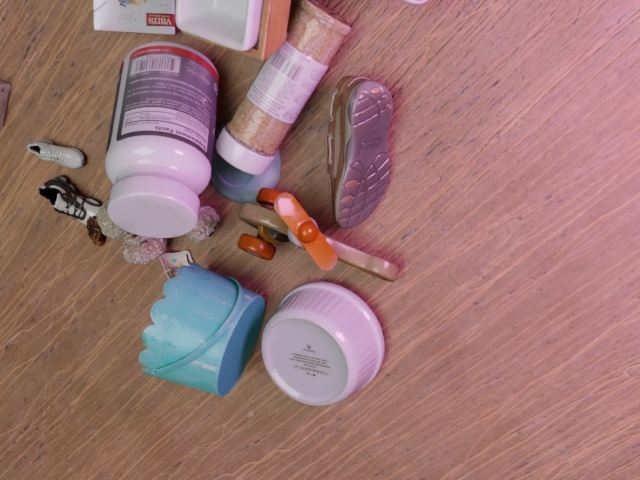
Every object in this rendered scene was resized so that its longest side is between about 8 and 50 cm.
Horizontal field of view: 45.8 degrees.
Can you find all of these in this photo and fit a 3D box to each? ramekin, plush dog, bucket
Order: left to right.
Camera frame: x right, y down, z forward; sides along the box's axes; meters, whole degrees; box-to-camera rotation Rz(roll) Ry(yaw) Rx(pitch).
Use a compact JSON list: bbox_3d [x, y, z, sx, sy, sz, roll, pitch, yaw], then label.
[{"bbox_3d":[-0.390,-0.062,1.677,0.263,0.225,0.210,-19,91,23],"label":"plush dog"},{"bbox_3d":[-0.255,0.203,1.691,0.183,0.281,0.281,19,112,12],"label":"bucket"},{"bbox_3d":[-0.006,0.235,1.649,0.273,0.127,0.272,10,114,25],"label":"ramekin"}]

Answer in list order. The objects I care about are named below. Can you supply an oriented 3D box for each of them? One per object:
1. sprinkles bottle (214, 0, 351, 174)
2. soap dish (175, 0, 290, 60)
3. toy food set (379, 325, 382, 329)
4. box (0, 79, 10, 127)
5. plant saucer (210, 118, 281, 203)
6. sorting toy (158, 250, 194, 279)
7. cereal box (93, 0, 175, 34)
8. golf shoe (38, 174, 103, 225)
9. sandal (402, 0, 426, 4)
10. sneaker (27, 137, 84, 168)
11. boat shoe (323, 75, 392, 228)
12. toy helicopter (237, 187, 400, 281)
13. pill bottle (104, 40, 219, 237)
[{"bbox_3d":[-0.078,-0.305,1.519,0.121,0.121,0.355,37,110,10],"label":"sprinkles bottle"},{"bbox_3d":[-0.148,-0.497,1.373,0.229,0.118,0.290,27,118,34],"label":"soap dish"},{"bbox_3d":[0.087,0.209,1.678,0.078,0.019,0.122,41,124,8],"label":"toy food set"},{"bbox_3d":[-0.947,-0.388,1.884,0.311,0.148,0.121,27,115,16],"label":"box"},{"bbox_3d":[-0.182,-0.171,1.673,0.195,0.037,0.194,7,109,22],"label":"plant saucer"},{"bbox_3d":[-0.336,0.061,1.808,0.075,0.045,0.083,-27,82,15],"label":"sorting toy"},{"bbox_3d":[-0.391,-0.562,1.598,0.173,0.047,0.240,0,108,-11],"label":"cereal box"},{"bbox_3d":[-0.604,-0.078,1.854,0.198,0.094,0.077,34,115,10],"label":"golf shoe"},{"bbox_3d":[0.169,-0.606,1.254,0.102,0.169,0.416,-1,82,61],"label":"sandal"},{"bbox_3d":[-0.648,-0.208,1.853,0.152,0.061,0.053,18,110,17],"label":"sneaker"},{"bbox_3d":[0.067,-0.179,1.530,0.116,0.123,0.324,42,133,45],"label":"boat shoe"},{"bbox_3d":[0.000,0.000,1.556,0.355,0.235,0.140,22,81,-2],"label":"toy helicopter"},{"bbox_3d":[-0.320,-0.202,1.531,0.210,0.210,0.362,-14,59,26],"label":"pill bottle"}]
